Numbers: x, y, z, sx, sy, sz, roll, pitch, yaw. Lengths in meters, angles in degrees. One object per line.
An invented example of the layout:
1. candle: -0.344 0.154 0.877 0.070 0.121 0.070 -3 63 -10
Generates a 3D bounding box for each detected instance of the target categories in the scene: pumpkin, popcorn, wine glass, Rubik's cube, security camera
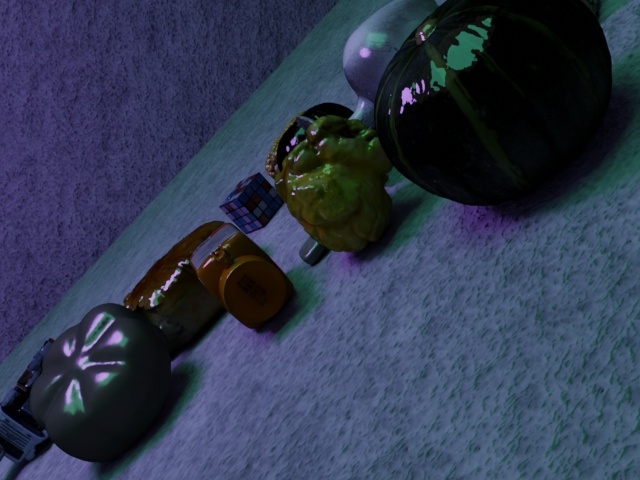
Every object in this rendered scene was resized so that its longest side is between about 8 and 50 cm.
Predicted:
1. pumpkin: 0.217 -0.197 1.149 0.323 0.241 0.323 -37 24 19
2. popcorn: 0.037 -0.096 1.398 0.203 0.200 0.226 -45 10 22
3. pumpkin: 0.002 -0.189 1.797 0.202 0.140 0.202 -46 -9 -9
4. wine glass: 0.123 -0.281 1.618 0.323 0.238 0.238 -54 18 -5
5. Rubik's cube: -0.155 -0.084 2.004 0.092 0.092 0.092 -20 29 54
6. security camera: 0.000 0.000 1.532 0.092 0.058 0.058 -53 15 9

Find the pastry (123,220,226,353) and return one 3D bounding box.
1. pastry: -0.281 0.092 1.788 0.329 0.136 0.330 -40 17 15

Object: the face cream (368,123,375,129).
1. face cream: 0.166 -0.345 1.856 0.274 0.096 0.154 -60 3 48

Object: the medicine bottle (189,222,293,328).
1. medicine bottle: -0.130 0.063 1.481 0.112 0.149 0.222 -44 17 -5

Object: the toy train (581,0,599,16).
1. toy train: 0.414 -0.412 1.472 0.072 0.099 0.188 -31 20 35

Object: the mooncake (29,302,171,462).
1. mooncake: -0.381 0.241 1.526 0.274 0.135 0.275 -21 50 28

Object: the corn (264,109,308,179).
1. corn: -0.062 -0.240 2.162 0.101 0.101 0.292 -32 20 33

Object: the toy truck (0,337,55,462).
1. toy truck: -0.653 0.381 1.968 0.184 0.133 0.338 -48 11 22
